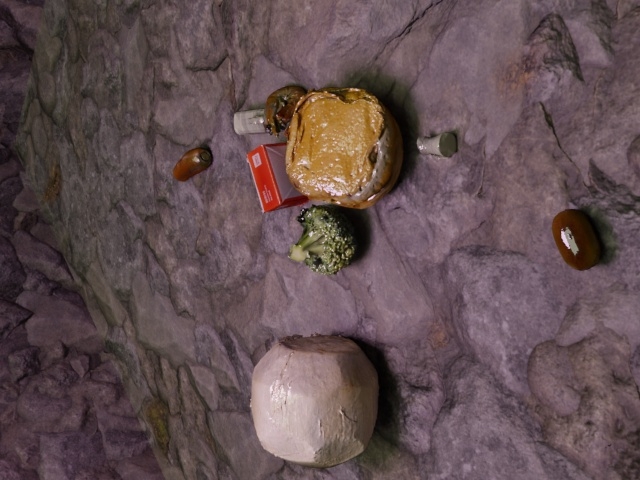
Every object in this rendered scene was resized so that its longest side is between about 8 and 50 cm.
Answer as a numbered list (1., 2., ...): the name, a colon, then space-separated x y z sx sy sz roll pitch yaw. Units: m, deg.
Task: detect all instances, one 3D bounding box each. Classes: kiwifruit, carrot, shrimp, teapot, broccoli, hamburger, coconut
1. kiwifruit: 0.494 -0.002 1.294 0.075 0.075 0.124 -27 76 49
2. carrot: -0.444 -0.258 2.277 0.193 0.087 0.087 -20 85 47
3. shrimp: -0.100 -0.355 1.800 0.115 0.217 0.051 -14 132 24
4. teapot: 0.262 -0.214 1.517 0.083 0.057 0.067 12 138 52
5. broccoli: 0.002 -0.001 1.775 0.226 0.176 0.198 -18 92 34
6. teapot: -0.177 -0.347 1.933 0.200 0.107 0.077 6 100 47
7. hamburger: 0.059 -0.226 1.626 0.318 0.158 0.319 3 97 28
8. coconut: -0.022 0.443 1.795 0.346 0.346 0.360 11 101 47

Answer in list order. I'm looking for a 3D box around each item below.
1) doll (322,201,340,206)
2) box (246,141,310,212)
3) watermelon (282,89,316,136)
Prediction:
1. doll: 0.037 -0.142 1.771 0.214 0.071 0.103 23 117 43
2. box: -0.115 -0.178 1.888 0.099 0.133 0.182 -23 84 50
3. watermelon: -0.020 -0.310 1.780 0.193 0.137 0.145 37 95 33
